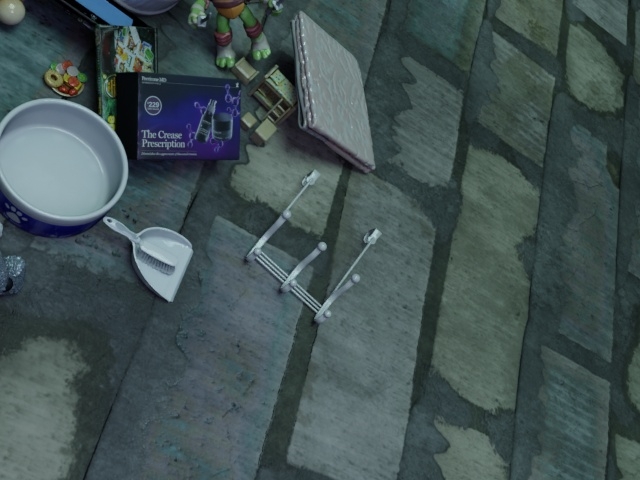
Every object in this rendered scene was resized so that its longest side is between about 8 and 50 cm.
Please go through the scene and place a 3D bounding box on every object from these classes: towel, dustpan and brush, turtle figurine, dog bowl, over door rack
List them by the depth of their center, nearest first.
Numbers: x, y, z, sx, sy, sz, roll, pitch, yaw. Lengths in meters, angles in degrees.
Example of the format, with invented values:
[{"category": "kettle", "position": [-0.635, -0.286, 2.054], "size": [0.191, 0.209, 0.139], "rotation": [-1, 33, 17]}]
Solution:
[{"category": "dog bowl", "position": [-0.526, -0.142, 1.672], "size": [0.264, 0.104, 0.265], "rotation": [15, 61, -28]}, {"category": "dustpan and brush", "position": [-0.364, 0.016, 1.737], "size": [0.211, 0.060, 0.147], "rotation": [31, 55, -19]}, {"category": "turtle figurine", "position": [-0.194, -0.504, 1.934], "size": [0.274, 0.266, 0.198], "rotation": [37, 68, 28]}, {"category": "over door rack", "position": [0.000, 0.000, 1.964], "size": [0.239, 0.108, 0.324], "rotation": [43, 51, -11]}, {"category": "towel", "position": [0.032, -0.368, 2.120], "size": [0.317, 0.053, 0.332], "rotation": [26, 52, -54]}]

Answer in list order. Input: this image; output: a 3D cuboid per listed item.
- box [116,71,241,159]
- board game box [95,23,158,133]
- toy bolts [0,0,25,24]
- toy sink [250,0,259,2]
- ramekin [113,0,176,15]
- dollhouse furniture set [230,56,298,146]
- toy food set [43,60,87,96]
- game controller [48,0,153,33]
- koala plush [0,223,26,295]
[{"category": "box", "position": [-0.306, -0.267, 1.824], "size": [0.261, 0.103, 0.185], "rotation": [-5, 98, -41]}, {"category": "board game box", "position": [-0.414, -0.328, 1.807], "size": [0.136, 0.030, 0.260], "rotation": [-6, 101, -39]}, {"category": "toy bolts", "position": [-0.705, -0.518, 1.679], "size": [0.228, 0.218, 0.159], "rotation": [-19, 86, -20]}, {"category": "toy sink", "position": [-0.152, -0.764, 2.198], "size": [0.152, 0.131, 0.234], "rotation": [-20, 80, -39]}, {"category": "ramekin", "position": [-0.390, -0.663, 1.932], "size": [0.272, 0.127, 0.273], "rotation": [-2, 93, -43]}, {"category": "dollhouse furniture set", "position": [-0.153, -0.352, 2.026], "size": [0.182, 0.101, 0.161], "rotation": [44, 51, -9]}, {"category": "toy food set", "position": [-0.549, -0.349, 1.806], "size": [0.083, 0.020, 0.083], "rotation": [35, 53, -16]}, {"category": "game controller", "position": [-0.497, -0.508, 1.842], "size": [0.319, 0.067, 0.166], "rotation": [32, 19, -27]}, {"category": "koala plush", "position": [-0.612, 0.062, 1.442], "size": [0.203, 0.221, 0.196], "rotation": [28, 56, -20]}]
